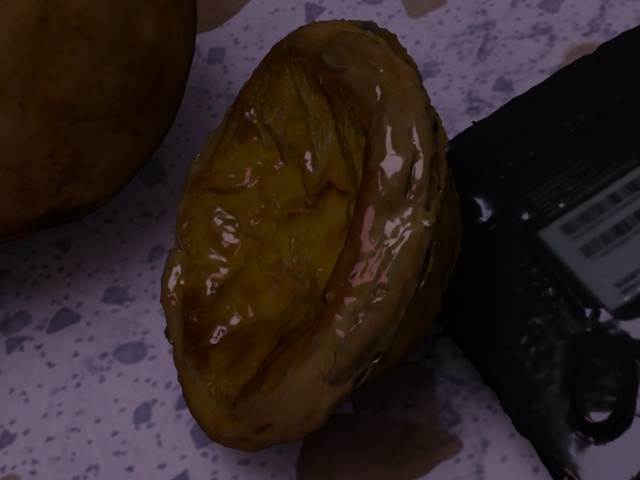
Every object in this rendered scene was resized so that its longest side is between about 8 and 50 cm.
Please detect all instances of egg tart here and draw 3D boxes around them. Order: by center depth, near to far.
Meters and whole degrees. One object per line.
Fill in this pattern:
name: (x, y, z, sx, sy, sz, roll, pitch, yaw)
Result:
egg tart: (0.002, -0.003, 1.185, 0.341, 0.129, 0.341, -23, 61, 51)

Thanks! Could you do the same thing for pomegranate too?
pomegranate: (-0.297, -0.200, 1.324, 0.410, 0.410, 0.410, -10, 49, 12)

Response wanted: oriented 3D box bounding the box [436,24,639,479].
box: (0.257, -0.003, 1.174, 0.359, 0.091, 0.350, -32, 48, -5)
